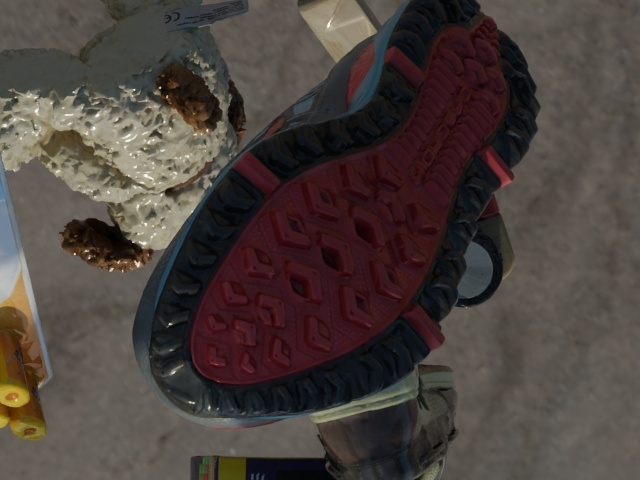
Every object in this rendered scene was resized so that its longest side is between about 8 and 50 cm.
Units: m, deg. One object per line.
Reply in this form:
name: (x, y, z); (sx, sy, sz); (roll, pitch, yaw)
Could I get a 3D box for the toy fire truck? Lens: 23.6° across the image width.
toy fire truck: (0.012, -0.050, 1.145); (0.217, 0.158, 0.246); (-17, 89, 6)

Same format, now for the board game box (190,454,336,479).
board game box: (-0.008, 0.215, 0.922); (0.141, 0.048, 0.170); (4, 81, -22)

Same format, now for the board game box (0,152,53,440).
board game box: (-0.335, 0.030, 0.715); (0.390, 0.050, 0.390); (-15, 145, -12)

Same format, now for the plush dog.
plush dog: (-0.137, -0.091, 1.296); (0.262, 0.210, 0.225); (-48, 150, -21)

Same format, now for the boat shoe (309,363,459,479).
boat shoe: (0.035, 0.106, 0.836); (0.080, 0.073, 0.223); (-10, 171, 8)

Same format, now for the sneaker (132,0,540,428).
sneaker: (0.000, 0.000, 0.639); (0.104, 0.262, 0.125); (49, 134, -6)
